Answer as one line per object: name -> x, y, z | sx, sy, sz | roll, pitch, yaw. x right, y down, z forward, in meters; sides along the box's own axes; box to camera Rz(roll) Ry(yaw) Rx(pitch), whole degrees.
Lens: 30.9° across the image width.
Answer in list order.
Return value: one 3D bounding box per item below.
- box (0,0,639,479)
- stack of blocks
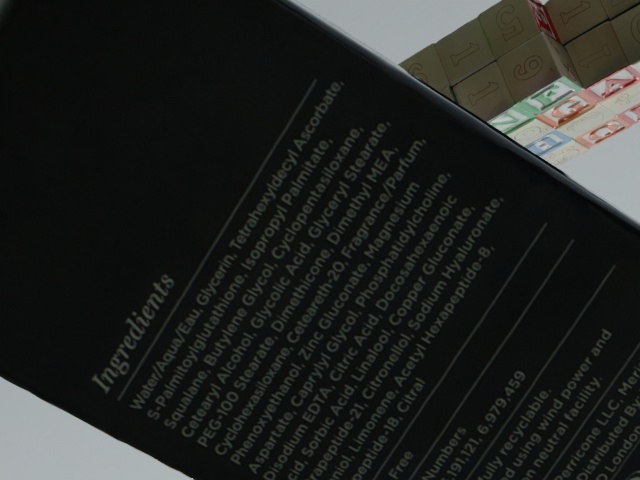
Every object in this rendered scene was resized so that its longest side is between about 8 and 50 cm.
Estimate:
box -> 0.000, 0.000, 0.649 | 0.395, 0.293, 0.212 | 30, -80, -12
stack of blocks -> 0.198, -0.139, 0.966 | 0.297, 0.171, 0.087 | -28, -112, 27
